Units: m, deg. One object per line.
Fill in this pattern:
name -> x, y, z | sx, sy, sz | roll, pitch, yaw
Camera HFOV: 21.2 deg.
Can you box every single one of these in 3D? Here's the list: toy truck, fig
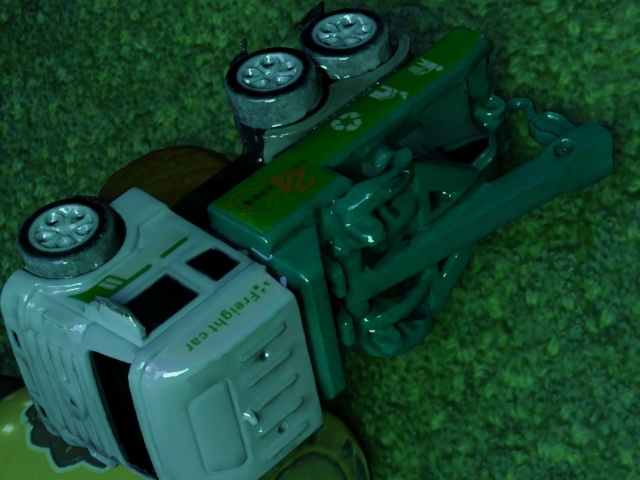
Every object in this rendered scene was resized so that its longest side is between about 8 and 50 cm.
toy truck -> -0.007, -0.002, 1.023 | 0.363, 0.176, 0.178 | -35, 45, -26
fig -> -0.122, -0.006, 1.203 | 0.119, 0.153, 0.119 | 14, 107, 56

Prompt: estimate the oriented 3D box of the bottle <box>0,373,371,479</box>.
bottle -> -0.154, 0.172, 1.148 | 0.351, 0.171, 0.171 | 6, 80, 33
